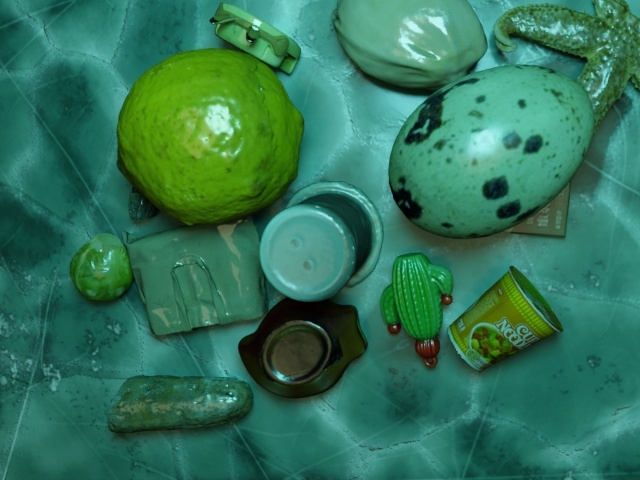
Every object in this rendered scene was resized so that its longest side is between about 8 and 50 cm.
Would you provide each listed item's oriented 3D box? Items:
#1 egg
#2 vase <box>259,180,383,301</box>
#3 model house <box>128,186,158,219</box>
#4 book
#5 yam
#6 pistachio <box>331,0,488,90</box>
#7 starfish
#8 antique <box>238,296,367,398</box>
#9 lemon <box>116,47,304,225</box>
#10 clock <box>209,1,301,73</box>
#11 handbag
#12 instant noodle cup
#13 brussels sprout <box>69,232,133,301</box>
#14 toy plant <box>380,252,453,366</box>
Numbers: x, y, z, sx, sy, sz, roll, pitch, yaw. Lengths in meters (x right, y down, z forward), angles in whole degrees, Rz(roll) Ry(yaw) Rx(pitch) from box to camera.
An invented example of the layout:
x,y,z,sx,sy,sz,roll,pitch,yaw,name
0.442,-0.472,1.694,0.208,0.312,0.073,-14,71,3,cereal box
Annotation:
x,y,z,sx,sy,sz,roll,pitch,yaw,name
0.305,-0.159,1.132,0.379,0.287,0.288,-21,93,14,egg
0.000,0.000,1.236,0.244,0.291,0.245,1,95,9,vase
-0.407,-0.089,1.401,0.066,0.083,0.079,7,99,11,model house
0.379,-0.116,1.285,0.263,0.027,0.202,5,96,9,book
-0.317,0.369,1.420,0.329,0.133,0.133,-5,96,8,yam
0.162,-0.410,1.206,0.331,0.208,0.226,24,57,21,pistachio
0.546,-0.310,1.195,0.323,0.082,0.432,-33,92,3,starfish
-0.040,0.229,1.352,0.277,0.129,0.224,-12,93,9,antique
-0.221,-0.197,1.218,0.386,0.350,0.350,-10,95,5,lemon
-0.139,-0.407,1.236,0.170,0.232,0.069,30,101,6,clock
-0.271,0.073,1.386,0.315,0.109,0.254,-11,100,11,handbag
0.365,0.169,1.269,0.185,0.168,0.168,-41,89,20,instant noodle cup
-0.498,0.066,1.420,0.154,0.117,0.155,4,106,16,brussels sprout
0.200,0.142,1.324,0.154,0.088,0.241,19,114,23,toy plant
